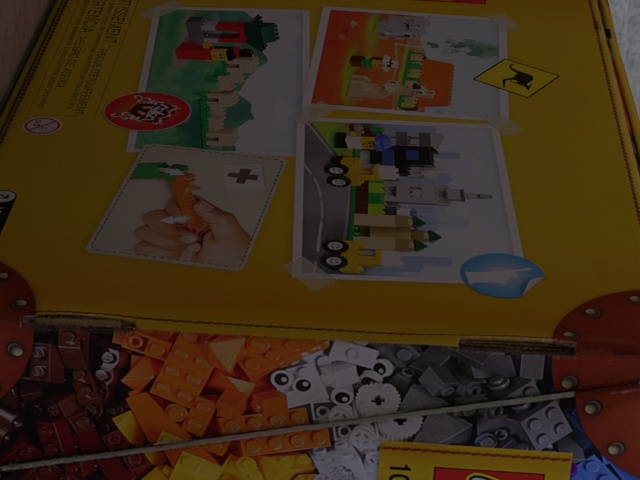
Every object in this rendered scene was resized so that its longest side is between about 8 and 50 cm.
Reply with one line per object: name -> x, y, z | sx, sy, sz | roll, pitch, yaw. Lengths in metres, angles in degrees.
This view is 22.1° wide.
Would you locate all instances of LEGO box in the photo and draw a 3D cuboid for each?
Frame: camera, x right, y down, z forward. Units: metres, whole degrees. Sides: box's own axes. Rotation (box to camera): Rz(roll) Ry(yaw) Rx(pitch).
LEGO box -> 0.000, 0.000, 0.996 | 0.500, 0.372, 0.193 | -84, 177, -59
